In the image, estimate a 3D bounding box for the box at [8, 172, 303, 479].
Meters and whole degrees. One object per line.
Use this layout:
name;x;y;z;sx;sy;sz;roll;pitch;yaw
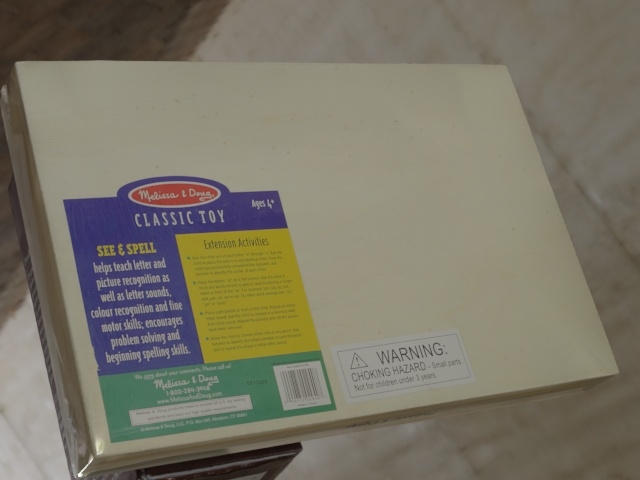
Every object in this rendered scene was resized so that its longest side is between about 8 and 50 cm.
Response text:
box;-0.157;0.056;1.039;0.143;0.381;0.191;-6;151;-28

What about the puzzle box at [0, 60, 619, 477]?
puzzle box;0.000;0.000;0.850;0.409;0.272;0.052;-4;157;-29
